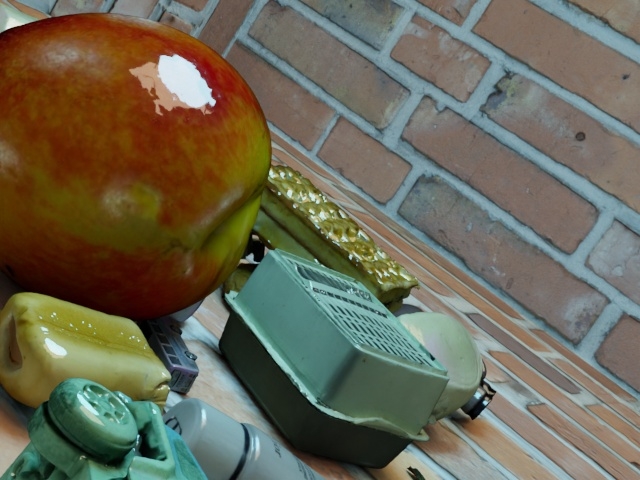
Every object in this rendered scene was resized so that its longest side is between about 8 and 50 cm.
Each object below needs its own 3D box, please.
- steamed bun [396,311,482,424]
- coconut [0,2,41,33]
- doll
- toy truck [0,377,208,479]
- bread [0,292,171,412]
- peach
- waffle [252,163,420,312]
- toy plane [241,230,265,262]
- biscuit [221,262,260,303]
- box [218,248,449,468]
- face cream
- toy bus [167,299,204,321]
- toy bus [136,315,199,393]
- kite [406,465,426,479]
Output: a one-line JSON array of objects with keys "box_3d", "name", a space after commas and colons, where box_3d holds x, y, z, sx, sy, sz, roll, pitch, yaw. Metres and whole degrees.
[{"box_3d": [0.154, 0.208, 1.560, 0.238, 0.170, 0.153, 14, 42, -54], "name": "steamed bun"}, {"box_3d": [-0.468, -0.217, 1.486, 0.259, 0.259, 0.259, 31, 10, -6], "name": "coconut"}, {"box_3d": [0.186, 0.201, 1.785, 0.257, 0.117, 0.182, 35, 9, 11], "name": "doll"}, {"box_3d": [-0.143, 0.214, 0.676, 0.156, 0.155, 0.279, 36, 7, -29], "name": "toy truck"}, {"box_3d": [-0.235, 0.122, 1.000, 0.173, 0.085, 0.134, 24, 16, -44], "name": "bread"}, {"box_3d": [-0.251, -0.093, 1.208, 0.388, 0.388, 0.388, 31, 10, -6], "name": "peach"}, {"box_3d": [-0.001, 0.001, 1.627, 0.308, 0.091, 0.213, 44, 13, 16], "name": "waffle"}, {"box_3d": [-0.139, -0.008, 1.747, 0.228, 0.093, 0.244, 3, -2, 0], "name": "toy plane"}, {"box_3d": [-0.025, 0.100, 1.655, 0.295, 0.075, 0.296, 22, 8, -3], "name": "biscuit"}, {"box_3d": [0.009, 0.153, 1.348, 0.220, 0.166, 0.290, 24, 13, -40], "name": "box"}, {"box_3d": [-0.030, 0.261, 1.022, 0.314, 0.089, 0.143, 39, 6, -29], "name": "face cream"}, {"box_3d": [-0.234, 0.045, 1.398, 0.172, 0.072, 0.057, 30, 9, -2], "name": "toy bus"}, {"box_3d": [-0.186, 0.132, 1.239, 0.052, 0.037, 0.131, 19, 17, -34], "name": "toy bus"}, {"box_3d": [0.209, 0.372, 1.365, 0.232, 0.009, 0.189, 35, 9, 6], "name": "kite"}]
